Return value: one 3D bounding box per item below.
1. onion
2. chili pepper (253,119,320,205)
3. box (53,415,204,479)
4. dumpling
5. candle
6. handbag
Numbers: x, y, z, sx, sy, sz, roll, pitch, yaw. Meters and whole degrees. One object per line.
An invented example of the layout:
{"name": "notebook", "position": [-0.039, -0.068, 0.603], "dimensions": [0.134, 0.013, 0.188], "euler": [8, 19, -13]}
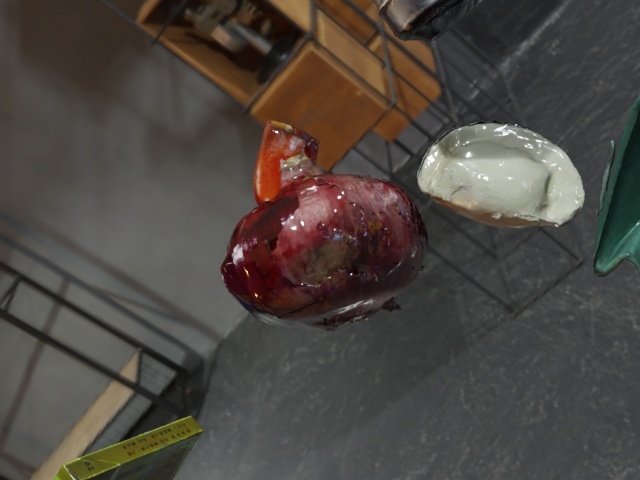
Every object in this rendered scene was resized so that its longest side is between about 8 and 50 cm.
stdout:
{"name": "onion", "position": [0.000, 0.000, 1.039], "dimensions": [0.252, 0.252, 0.219], "euler": [-36, 69, 39]}
{"name": "chili pepper", "position": [-0.056, -0.075, 1.256], "dimensions": [0.084, 0.086, 0.192], "euler": [4, -83, -80]}
{"name": "box", "position": [-0.228, 0.271, 0.977], "dimensions": [0.193, 0.030, 0.121], "euler": [-11, -42, -56]}
{"name": "dumpling", "position": [0.276, -0.101, 1.310], "dimensions": [0.142, 0.247, 0.173], "euler": [66, -138, -71]}
{"name": "candle", "position": [0.098, -0.431, 1.127], "dimensions": [0.187, 0.330, 0.187], "euler": [-34, 2, 2]}
{"name": "handbag", "position": [0.413, -0.094, 0.978], "dimensions": [0.089, 0.239, 0.326], "euler": [20, 33, 34]}
